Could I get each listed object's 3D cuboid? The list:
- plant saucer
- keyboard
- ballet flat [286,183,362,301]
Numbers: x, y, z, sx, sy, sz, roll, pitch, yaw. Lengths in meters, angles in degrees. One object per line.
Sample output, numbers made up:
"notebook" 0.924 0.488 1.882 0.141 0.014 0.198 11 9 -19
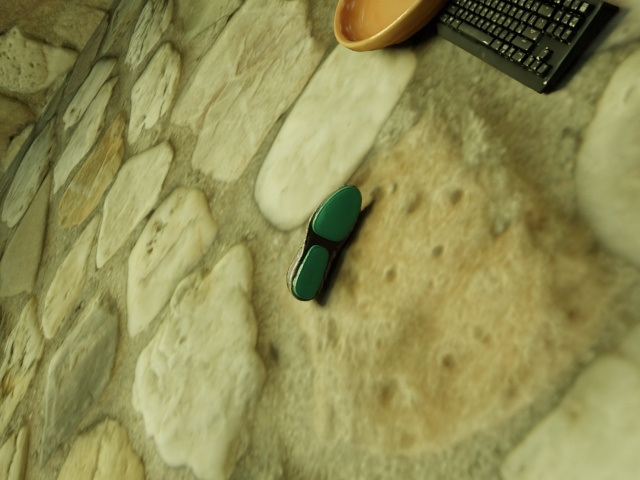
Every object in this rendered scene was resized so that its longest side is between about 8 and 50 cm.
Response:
"plant saucer" 0.092 -0.274 0.708 0.200 0.037 0.200 -37 37 34
"keyboard" 0.163 -0.194 0.568 0.108 0.023 0.180 -52 34 14
"ballet flat" 0.000 0.000 0.635 0.041 0.041 0.114 19 81 58
